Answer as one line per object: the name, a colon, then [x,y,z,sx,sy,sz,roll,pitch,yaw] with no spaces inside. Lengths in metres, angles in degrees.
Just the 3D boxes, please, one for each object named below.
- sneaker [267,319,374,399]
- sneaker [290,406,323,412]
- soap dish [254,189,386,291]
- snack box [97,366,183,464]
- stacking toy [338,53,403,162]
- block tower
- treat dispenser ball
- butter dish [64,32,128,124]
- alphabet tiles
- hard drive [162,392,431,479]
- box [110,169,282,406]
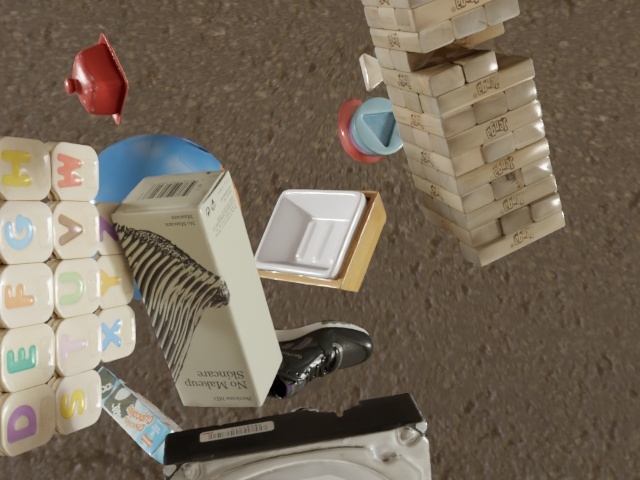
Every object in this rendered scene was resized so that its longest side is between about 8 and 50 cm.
sneaker: [-0.039,0.212,1.266,0.283,0.124,0.107,-1,128,-18]
sneaker: [0.022,0.285,1.117,0.075,0.063,0.170,-9,146,41]
soap dish: [0.000,0.000,1.722,0.118,0.291,0.228,34,70,-39]
snack box: [-0.305,0.357,1.440,0.060,0.322,0.187,-51,126,-14]
stacking toy: [0.209,-0.295,1.742,0.309,0.130,0.279,11,76,-19]
block tower: [0.103,-0.150,0.611,0.091,0.097,0.335,-25,114,-11]
treat dispenser ball: [-0.281,-0.039,1.324,0.288,0.288,0.288,1,106,3]
butter dish: [-0.506,-0.350,1.702,0.118,0.160,0.160,-17,71,-31]
alphabet tiles: [-0.256,0.047,0.725,0.021,0.278,0.284,0,91,22]
hard drive: [-0.007,0.324,0.733,0.237,0.064,0.338,-7,109,-6]
box: [-0.135,0.061,0.890,0.113,0.094,0.275,-4,120,18]
